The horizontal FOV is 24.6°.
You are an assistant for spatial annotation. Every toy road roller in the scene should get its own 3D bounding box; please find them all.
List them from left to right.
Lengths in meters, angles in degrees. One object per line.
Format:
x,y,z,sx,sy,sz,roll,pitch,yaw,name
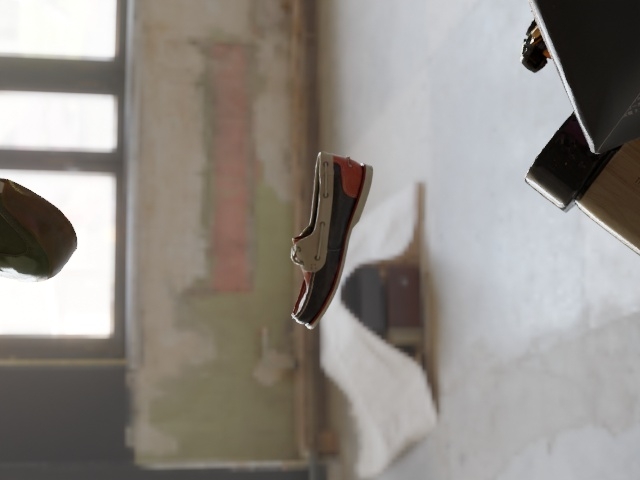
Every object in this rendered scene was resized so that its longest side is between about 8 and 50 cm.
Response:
0.348,-0.085,1.317,0.241,0.202,0.329,-53,-13,11,toy road roller

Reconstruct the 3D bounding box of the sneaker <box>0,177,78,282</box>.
-0.226,0.003,0.754,0.064,0.192,0.086,83,-149,-45,sneaker

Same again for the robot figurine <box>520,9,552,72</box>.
0.296,-0.272,1.388,0.291,0.085,0.211,-61,15,-25,robot figurine

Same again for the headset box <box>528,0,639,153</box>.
0.146,-0.199,0.518,0.110,0.218,0.293,57,-163,-45,headset box

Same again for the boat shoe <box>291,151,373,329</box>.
0.000,0.000,1.124,0.049,0.043,0.137,-133,59,-71,boat shoe
